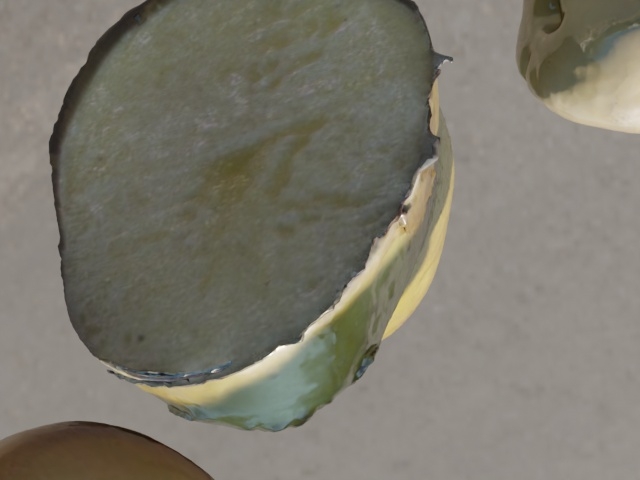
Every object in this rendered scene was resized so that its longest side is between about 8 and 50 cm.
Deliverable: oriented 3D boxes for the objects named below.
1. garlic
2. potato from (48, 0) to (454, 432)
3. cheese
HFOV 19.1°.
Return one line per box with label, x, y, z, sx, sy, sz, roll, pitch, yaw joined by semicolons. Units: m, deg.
garlic;-0.131;0.160;0.872;0.115;0.128;0.207;-46;167;31
potato;0.000;0.000;1.340;0.290;0.397;0.296;-29;136;7
cheese;0.240;-0.158;1.374;0.235;0.218;0.117;-23;129;-44
